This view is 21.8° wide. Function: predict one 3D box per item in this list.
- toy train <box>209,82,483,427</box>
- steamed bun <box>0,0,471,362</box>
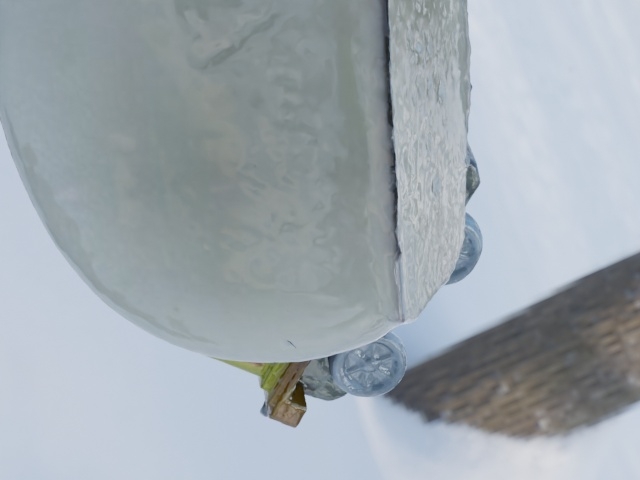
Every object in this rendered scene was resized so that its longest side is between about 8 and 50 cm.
[{"bbox_3d":[0.000,0.000,0.844,0.127,0.219,0.089,21,27,-20],"label":"toy train"},{"bbox_3d":[-0.033,-0.082,0.656,0.146,0.164,0.242,-38,126,-66],"label":"steamed bun"}]
